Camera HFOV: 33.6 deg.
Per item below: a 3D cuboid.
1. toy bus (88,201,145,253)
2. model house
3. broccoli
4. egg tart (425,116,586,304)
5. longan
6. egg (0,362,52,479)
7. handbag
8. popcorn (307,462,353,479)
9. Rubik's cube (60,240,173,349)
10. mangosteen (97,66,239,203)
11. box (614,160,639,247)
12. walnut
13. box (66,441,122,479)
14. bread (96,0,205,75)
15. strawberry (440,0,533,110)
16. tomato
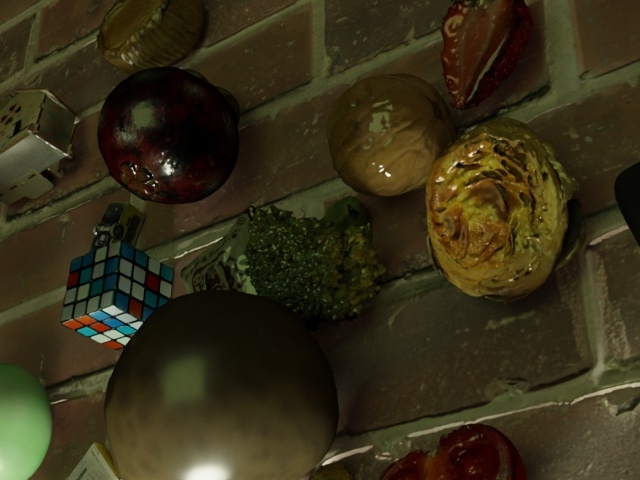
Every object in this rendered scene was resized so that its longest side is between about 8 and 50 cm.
[{"bbox_3d":[-0.458,0.027,2.274,0.081,0.074,0.226,3,68,40],"label":"toy bus"},{"bbox_3d":[-0.735,-0.241,2.615,0.326,0.169,0.244,-27,44,25],"label":"model house"},{"bbox_3d":[-0.008,0.002,1.790,0.243,0.180,0.273,23,69,22],"label":"broccoli"},{"bbox_3d":[0.291,-0.042,1.647,0.297,0.132,0.297,-11,74,43],"label":"egg tart"},{"bbox_3d":[-0.163,0.272,1.704,0.405,0.336,0.404,2,99,15],"label":"longan"},{"bbox_3d":[-0.654,0.379,2.139,0.220,0.220,0.269,-17,45,33],"label":"egg"},{"bbox_3d":[-0.157,0.087,1.950,0.213,0.127,0.235,-36,60,21],"label":"handbag"},{"bbox_3d":[0.007,0.388,1.668,0.084,0.084,0.084,-20,55,31],"label":"popcorn"},{"bbox_3d":[-0.405,0.112,2.122,0.155,0.154,0.151,-17,56,32],"label":"Rubik's cube"},{"bbox_3d":[-0.298,-0.216,2.139,0.311,0.311,0.311,-20,55,31],"label":"mangosteen"},{"bbox_3d":[0.530,-0.055,1.498,0.201,0.042,0.212,-30,51,22],"label":"box"},{"bbox_3d":[0.118,-0.175,1.810,0.228,0.228,0.228,-20,55,31],"label":"walnut"},{"bbox_3d":[-0.470,0.521,2.034,0.247,0.033,0.129,-53,45,3],"label":"box"},{"bbox_3d":[-0.395,-0.499,2.474,0.253,0.142,0.227,-29,52,29],"label":"bread"},{"bbox_3d":[0.296,-0.322,1.813,0.174,0.098,0.228,-14,61,35],"label":"strawberry"},{"bbox_3d":[0.192,0.378,1.466,0.233,0.139,0.200,-27,32,23],"label":"tomato"}]
